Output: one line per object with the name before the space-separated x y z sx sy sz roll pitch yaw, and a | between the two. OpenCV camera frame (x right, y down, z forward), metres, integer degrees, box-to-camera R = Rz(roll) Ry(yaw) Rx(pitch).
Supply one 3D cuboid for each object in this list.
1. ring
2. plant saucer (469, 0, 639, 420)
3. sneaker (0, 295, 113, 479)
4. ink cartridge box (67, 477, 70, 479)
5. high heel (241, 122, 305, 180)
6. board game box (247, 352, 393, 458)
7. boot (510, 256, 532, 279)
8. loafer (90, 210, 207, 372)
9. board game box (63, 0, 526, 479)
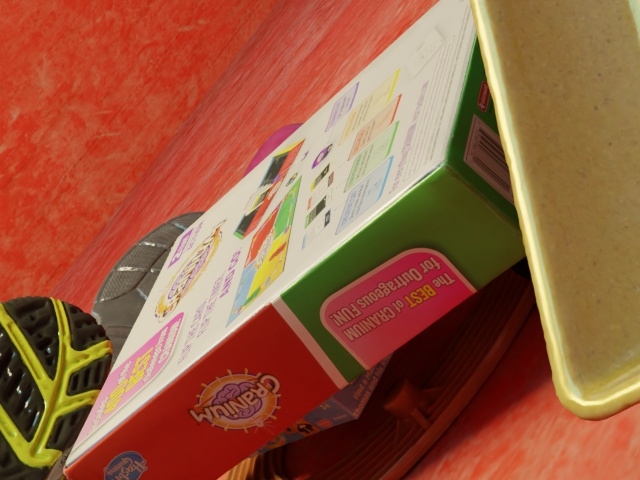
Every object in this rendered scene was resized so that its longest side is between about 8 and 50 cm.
ring | 0.035 0.060 0.938 0.336 0.032 0.336 -48 15 17
plant saucer | 0.199 -0.134 0.559 0.333 0.081 0.332 -37 54 46
sneaker | -0.263 0.219 1.077 0.147 0.145 0.384 113 -176 -46
ink cartridge box | -0.213 0.301 1.051 0.165 0.065 0.332 -33 21 52
high heel | -0.013 -0.051 1.289 0.244 0.082 0.117 -19 23 44
board game box | -0.007 0.061 0.923 0.211 0.039 0.160 -30 25 55
boot | 0.147 -0.041 0.807 0.121 0.045 0.099 -55 5 19
loafer | -0.161 0.097 1.353 0.302 0.109 0.095 -63 -26 -43
board game box | 0.000 0.000 0.841 0.316 0.064 0.242 -39 18 33
